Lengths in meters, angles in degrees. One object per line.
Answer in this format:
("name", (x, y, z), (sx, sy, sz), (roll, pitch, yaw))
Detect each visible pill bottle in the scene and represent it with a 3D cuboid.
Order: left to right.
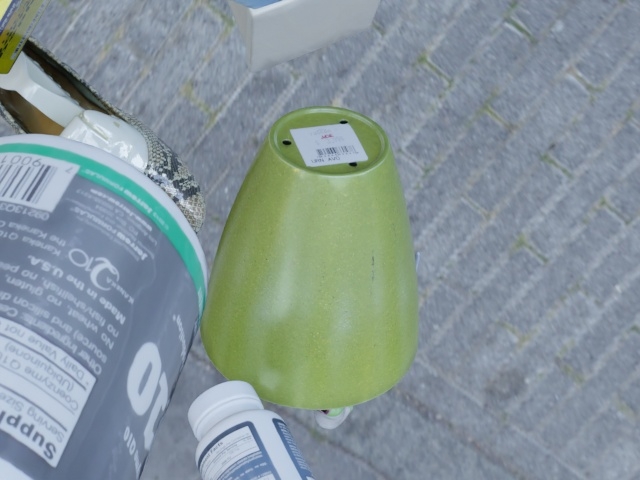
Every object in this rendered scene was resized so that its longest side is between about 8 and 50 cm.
("pill bottle", (-0.204, 0.117, 0.689), (0.204, 0.361, 0.204), (7, 131, 9))
("pill bottle", (-0.072, 0.244, 1.291), (0.108, 0.180, 0.108), (-19, 142, -16))

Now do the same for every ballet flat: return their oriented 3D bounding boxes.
("ballet flat", (-0.367, -0.168, 1.725), (0.164, 0.182, 0.483), (-46, 68, -7))

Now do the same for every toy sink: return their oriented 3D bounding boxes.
("toy sink", (-0.027, -0.289, 1.277), (0.153, 0.234, 0.131), (-21, 85, -5))

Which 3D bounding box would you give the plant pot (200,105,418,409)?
("plant pot", (0.000, 0.000, 1.421), (0.275, 0.274, 0.293), (3, 130, -5))

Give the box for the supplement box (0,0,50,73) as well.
("supplement box", (-0.426, -0.324, 1.417), (0.194, 0.356, 0.195), (30, 93, -11))

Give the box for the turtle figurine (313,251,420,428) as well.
("turtle figurine", (0.022, 0.129, 1.656), (0.198, 0.274, 0.266), (-2, 151, -18))

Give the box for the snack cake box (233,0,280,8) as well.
("snack cake box", (-0.071, -0.279, 0.945), (0.089, 0.264, 0.152), (-15, 91, 14))
